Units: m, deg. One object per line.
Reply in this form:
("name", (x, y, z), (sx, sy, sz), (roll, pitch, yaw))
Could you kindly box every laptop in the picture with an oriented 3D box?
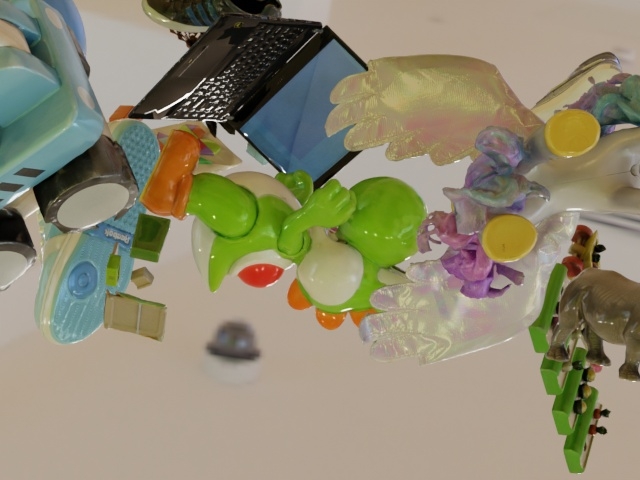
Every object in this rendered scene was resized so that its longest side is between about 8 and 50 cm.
("laptop", (-0.069, -0.169, 1.973), (0.264, 0.234, 0.136), (-2, -119, -44))

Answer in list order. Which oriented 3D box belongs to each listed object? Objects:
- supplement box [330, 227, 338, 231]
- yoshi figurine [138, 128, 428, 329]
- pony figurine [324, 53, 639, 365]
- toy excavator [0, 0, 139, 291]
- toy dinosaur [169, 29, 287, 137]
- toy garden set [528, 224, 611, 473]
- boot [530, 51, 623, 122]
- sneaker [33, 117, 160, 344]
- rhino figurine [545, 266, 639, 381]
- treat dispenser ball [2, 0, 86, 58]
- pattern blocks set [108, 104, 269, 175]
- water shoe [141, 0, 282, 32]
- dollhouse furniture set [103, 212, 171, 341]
("supplement box", (0.000, 0.000, 2.117), (0.043, 0.055, 0.083), (32, 179, -22))
("yoshi figurine", (-0.022, -0.040, 1.829), (0.362, 0.203, 0.203), (26, -133, -4))
("pony figurine", (0.193, -0.043, 1.394), (0.351, 0.303, 0.363), (-8, -179, -1))
("toy excavator", (-0.350, -0.168, 1.475), (0.445, 0.433, 0.222), (28, -147, -59))
("toy dinosaur", (-0.139, -0.261, 2.358), (0.322, 0.164, 0.218), (16, -164, -5))
("toy garden set", (0.319, 0.122, 1.817), (0.049, 0.244, 0.204), (0, -139, 26))
("boot", (0.328, -0.178, 2.039), (0.069, 0.190, 0.086), (51, -159, -14))
("sneaker", (-0.353, -0.019, 2.066), (0.208, 0.319, 0.127), (9, 163, 36))
("rhino figurine", (0.336, 0.090, 1.542), (0.073, 0.106, 0.243), (2, -174, -39))
("treat dispenser ball", (-0.493, -0.285, 2.253), (0.288, 0.288, 0.288), (9, -160, -3))
("pattern blocks set", (-0.226, -0.133, 2.310), (0.285, 0.026, 0.325), (32, -140, 27))
("water shoe", (-0.154, -0.342, 2.177), (0.203, 0.080, 0.073), (11, -137, -4))
("dollhouse furniture set", (-0.208, 0.043, 1.759), (0.076, 0.152, 0.058), (11, -136, -1))
